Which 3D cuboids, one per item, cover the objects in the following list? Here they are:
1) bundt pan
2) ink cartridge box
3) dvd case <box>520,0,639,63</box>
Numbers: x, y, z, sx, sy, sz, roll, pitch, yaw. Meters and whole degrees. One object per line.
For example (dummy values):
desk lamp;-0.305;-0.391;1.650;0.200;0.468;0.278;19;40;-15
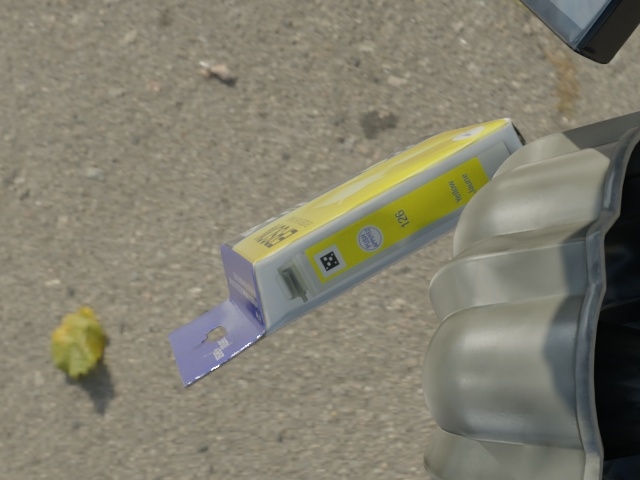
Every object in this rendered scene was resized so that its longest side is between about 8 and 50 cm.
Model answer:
bundt pan;0.161;0.087;0.760;0.124;0.331;0.331;-3;81;32
ink cartridge box;0.000;0.000;1.106;0.307;0.303;0.072;-27;97;-7
dvd case;0.155;-0.220;0.612;0.238;0.029;0.179;-54;38;19
